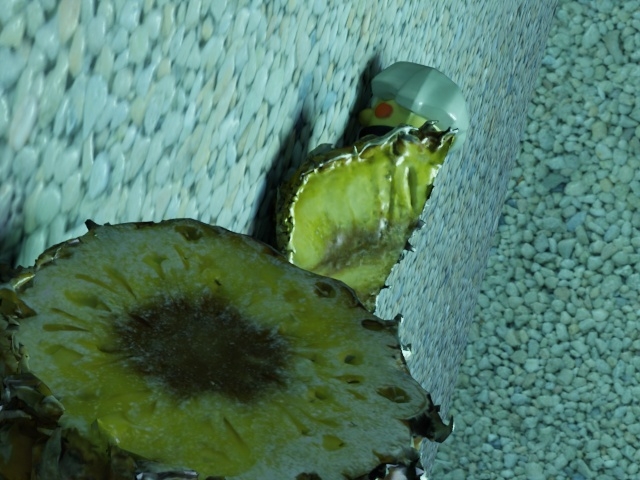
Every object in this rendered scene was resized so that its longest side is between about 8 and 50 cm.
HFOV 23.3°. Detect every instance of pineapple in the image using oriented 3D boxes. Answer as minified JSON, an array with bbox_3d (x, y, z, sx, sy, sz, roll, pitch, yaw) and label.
[{"bbox_3d":[-0.004,-0.003,1.685,0.161,0.158,0.334,27,-83,64],"label":"pineapple"},{"bbox_3d":[-0.106,0.176,1.045,0.300,0.352,0.352,-67,170,24],"label":"pineapple"}]

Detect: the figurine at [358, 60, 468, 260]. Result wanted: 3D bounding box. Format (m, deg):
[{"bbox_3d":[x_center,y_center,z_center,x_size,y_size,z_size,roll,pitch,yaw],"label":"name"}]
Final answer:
[{"bbox_3d":[0.094,-0.098,1.905,0.176,0.133,0.236,95,18,-74],"label":"figurine"}]
